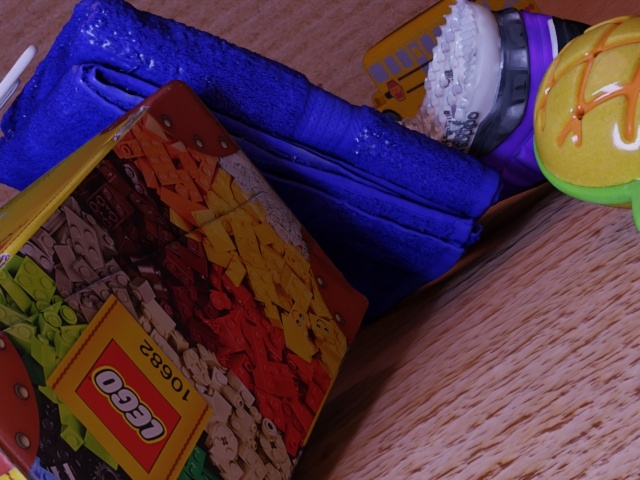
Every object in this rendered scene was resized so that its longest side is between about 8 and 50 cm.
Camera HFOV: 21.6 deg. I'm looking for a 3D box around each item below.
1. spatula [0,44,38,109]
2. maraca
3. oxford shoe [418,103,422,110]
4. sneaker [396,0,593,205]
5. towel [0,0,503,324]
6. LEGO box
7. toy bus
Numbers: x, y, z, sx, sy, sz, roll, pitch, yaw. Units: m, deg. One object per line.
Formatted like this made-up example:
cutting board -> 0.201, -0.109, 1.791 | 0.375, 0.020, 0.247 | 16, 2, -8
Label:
spatula -> -0.252, -0.016, 1.048 | 0.242, 0.019, 0.168 | -54, 9, -14
maraca -> 0.186, -0.066, 0.932 | 0.127, 0.099, 0.186 | -44, 31, 3
oxford shoe -> 0.199, -0.180, 1.810 | 0.212, 0.076, 0.076 | -36, 4, -12
sneaker -> 0.141, -0.069, 1.225 | 0.146, 0.102, 0.293 | -1, -23, -10
towel -> -0.060, -0.036, 1.149 | 0.227, 0.308, 0.076 | -43, 29, 52
LEGO box -> -0.251, 0.166, 0.977 | 0.500, 0.193, 0.372 | -34, 13, 26
toy bus -> 0.159, -0.236, 2.187 | 0.108, 0.130, 0.332 | -39, 7, -26
